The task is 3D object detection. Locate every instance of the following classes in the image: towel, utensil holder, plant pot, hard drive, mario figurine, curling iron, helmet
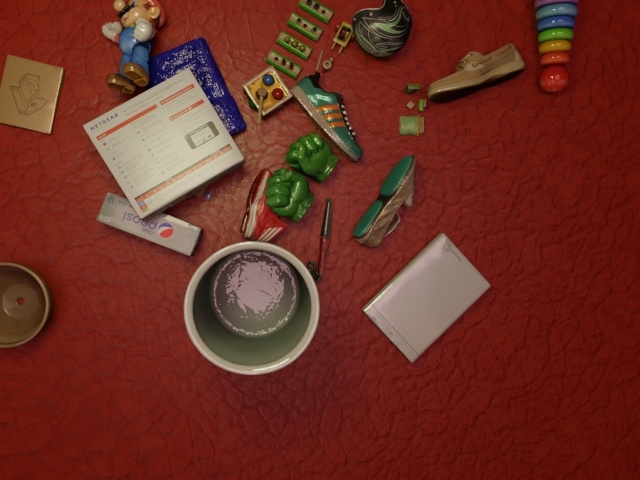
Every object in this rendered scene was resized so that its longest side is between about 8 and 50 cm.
[{"bbox_3d":[-0.385,-0.430,1.625,0.227,0.076,0.308,-25,93,-6],"label":"towel"},{"bbox_3d":[-0.183,0.164,1.497,0.327,0.385,0.328,0,90,-6],"label":"utensil holder"},{"bbox_3d":[-0.883,0.180,1.562,0.237,0.110,0.238,0,90,-7],"label":"plant pot"},{"bbox_3d":[0.335,0.180,1.722,0.353,0.047,0.233,-43,95,-4],"label":"hard drive"},{"bbox_3d":[-0.547,-0.587,1.533,0.198,0.170,0.321,-1,69,3],"label":"mario figurine"},{"bbox_3d":[0.000,0.000,1.690,0.068,0.035,0.274,14,89,-6],"label":"curling iron"},{"bbox_3d":[0.181,-0.636,1.640,0.169,0.169,0.161,43,69,-5],"label":"helmet"}]

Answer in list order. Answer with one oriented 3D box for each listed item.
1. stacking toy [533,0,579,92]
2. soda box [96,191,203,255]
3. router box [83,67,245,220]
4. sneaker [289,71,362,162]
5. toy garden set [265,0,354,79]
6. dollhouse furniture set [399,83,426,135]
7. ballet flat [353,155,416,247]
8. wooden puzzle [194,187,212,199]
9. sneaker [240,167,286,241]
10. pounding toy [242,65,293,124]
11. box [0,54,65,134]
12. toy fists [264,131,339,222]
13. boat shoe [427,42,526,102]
[{"bbox_3d":[0.741,-0.637,1.727,0.141,0.141,0.331,0,97,-6],"label":"stacking toy"},{"bbox_3d":[-0.496,-0.045,1.606,0.286,0.098,0.091,22,86,-6],"label":"soda box"},{"bbox_3d":[-0.431,-0.268,1.534,0.335,0.082,0.301,-31,91,-8],"label":"router box"},{"bbox_3d":[0.043,-0.378,1.655,0.121,0.108,0.302,-41,93,0],"label":"sneaker"},{"bbox_3d":[-0.021,-0.608,1.675,0.203,0.049,0.244,29,88,-5],"label":"toy garden set"},{"bbox_3d":[0.290,-0.407,1.705,0.076,0.058,0.152,0,90,-6],"label":"dollhouse furniture set"},{"bbox_3d":[0.222,-0.113,1.692,0.106,0.107,0.316,34,92,-25],"label":"ballet flat"},{"bbox_3d":[-0.378,-0.178,1.659,0.116,0.014,0.079,29,88,-6],"label":"wooden puzzle"},{"bbox_3d":[-0.158,-0.100,1.665,0.128,0.087,0.221,19,86,-25],"label":"sneaker"},{"bbox_3d":[-0.165,-0.429,1.635,0.141,0.100,0.130,-35,93,-5],"label":"pounding toy"},{"bbox_3d":[-0.856,-0.429,1.603,0.164,0.021,0.201,12,89,-6],"label":"box"},{"bbox_3d":[-0.061,-0.196,1.623,0.142,0.096,0.279,35,76,-16],"label":"toy fists"},{"bbox_3d":[0.473,-0.525,1.700,0.341,0.121,0.110,-21,88,-16],"label":"boat shoe"}]
